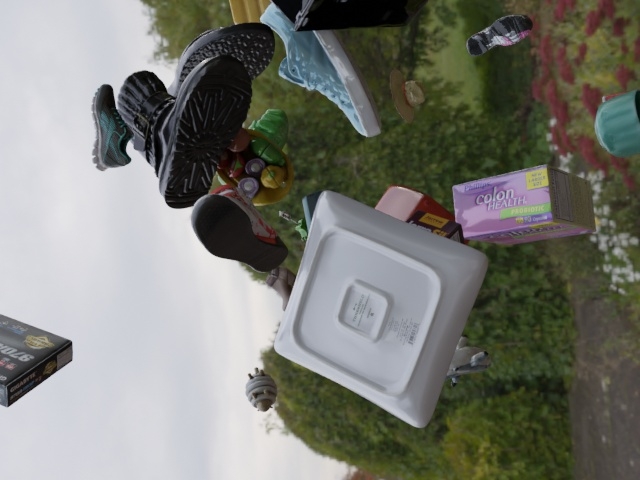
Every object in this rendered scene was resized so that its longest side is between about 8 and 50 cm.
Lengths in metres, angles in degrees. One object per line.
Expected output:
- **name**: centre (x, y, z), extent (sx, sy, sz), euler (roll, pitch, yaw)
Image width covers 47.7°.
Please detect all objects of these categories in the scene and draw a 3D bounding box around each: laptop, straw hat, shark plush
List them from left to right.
- **laptop**: centre (0.035, -0.580, 1.321), extent (0.382, 0.407, 0.237), euler (145, 115, -67)
- **straw hat**: centre (0.235, -0.375, 1.840), extent (0.144, 0.061, 0.145), euler (28, -124, -54)
- **shark plush**: centre (0.256, 0.249, 1.355), extent (0.073, 0.161, 0.067), euler (25, 140, 45)

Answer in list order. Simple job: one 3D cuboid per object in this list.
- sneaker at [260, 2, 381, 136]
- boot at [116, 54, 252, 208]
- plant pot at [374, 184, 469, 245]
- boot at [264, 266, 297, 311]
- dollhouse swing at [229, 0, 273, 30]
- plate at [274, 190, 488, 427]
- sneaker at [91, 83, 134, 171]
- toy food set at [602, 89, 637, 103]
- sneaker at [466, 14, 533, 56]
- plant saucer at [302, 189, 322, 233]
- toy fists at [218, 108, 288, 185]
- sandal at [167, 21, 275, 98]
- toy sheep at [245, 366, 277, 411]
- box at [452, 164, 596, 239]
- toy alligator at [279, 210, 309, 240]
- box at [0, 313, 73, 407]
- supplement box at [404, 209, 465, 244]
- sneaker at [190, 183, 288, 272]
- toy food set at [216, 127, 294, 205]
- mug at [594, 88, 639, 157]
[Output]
- **sneaker**: centre (-0.002, -0.363, 1.560), extent (0.366, 0.150, 0.135), euler (60, -166, 3)
- **boot**: centre (-0.277, -0.262, 1.393), extent (0.260, 0.131, 0.348), euler (57, 131, 31)
- **plant pot**: centre (0.274, 0.005, 2.046), extent (0.267, 0.267, 0.235), euler (-55, 11, -11)
- **boot**: centre (-0.112, 0.128, 1.981), extent (0.042, 0.086, 0.119), euler (-100, 33, -77)
- **dollhouse swing**: centre (-0.115, -0.733, 1.774), extent (0.315, 0.346, 0.305), euler (75, -177, -77)
- **plate**: centre (0.070, 0.100, 1.057), extent (0.045, 0.277, 0.278), euler (-8, -61, -63)
- **sneaker**: centre (-0.394, -0.217, 1.391), extent (0.065, 0.076, 0.167), euler (-36, -54, -78)
- **toy food set**: centre (0.853, -0.364, 2.067), extent (0.232, 0.104, 0.111), euler (-23, -76, -43)
- **sneaker**: centre (0.456, -0.528, 1.825), extent (0.077, 0.178, 0.072), euler (-39, -68, -39)
- **plant saucer**: centre (0.000, 0.000, 1.425), extent (0.067, 0.018, 0.192), euler (-28, -70, -60)
- **toy fists**: centre (-0.183, -0.247, 2.012), extent (0.279, 0.096, 0.142), euler (-53, -4, -14)
- **sandal**: centre (-0.254, -0.377, 1.591), extent (0.445, 0.167, 0.107), euler (-27, 66, 51)
- **toy sheep**: centre (-0.152, 0.378, 1.846), extent (0.091, 0.091, 0.132), euler (80, 178, -50)
- **box**: centre (0.441, -0.068, 1.554), extent (0.242, 0.213, 0.118), euler (7, -104, -50)
- **toy alligator**: centre (-0.018, -0.012, 1.640), extent (0.056, 0.189, 0.052), euler (-15, 59, 55)
- **box**: centre (-0.614, 0.217, 1.375), extent (0.175, 0.220, 0.051), euler (-41, -37, -58)
- **supplement box**: centre (0.165, 0.039, 1.303), extent (0.188, 0.104, 0.081), euler (-41, -47, -28)
- **sneaker**: centre (-0.163, -0.042, 1.213), extent (0.145, 0.090, 0.270), euler (50, -174, 29)
- **toy food set**: centre (-0.153, -0.165, 1.450), extent (0.128, 0.218, 0.071), euler (-49, -8, -1)
- **mug**: centre (0.647, -0.239, 1.529), extent (0.157, 0.097, 0.130), euler (9, -110, -47)
